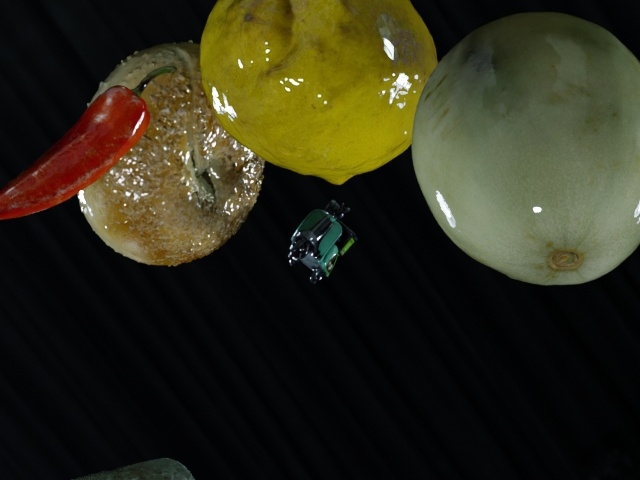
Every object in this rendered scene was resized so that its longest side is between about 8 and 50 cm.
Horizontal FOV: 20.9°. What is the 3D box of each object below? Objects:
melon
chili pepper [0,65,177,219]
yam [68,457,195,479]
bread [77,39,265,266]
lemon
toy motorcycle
[{"bbox_3d":[0.221,-0.094,1.726,0.271,0.272,0.308,-36,-141,-7],"label":"melon"},{"bbox_3d":[-0.255,-0.101,1.885,0.272,0.071,0.063,-44,160,-19],"label":"chili pepper"},{"bbox_3d":[-0.236,0.276,1.674,0.259,0.093,0.093,-10,177,-40],"label":"yam"},{"bbox_3d":[-0.185,-0.107,2.279,0.305,0.306,0.158,-41,-136,-24],"label":"bread"},{"bbox_3d":[0.001,-0.205,2.068,0.285,0.285,0.316,-36,169,-5],"label":"lemon"},{"bbox_3d":[0.000,0.000,2.322,0.100,0.058,0.173,-50,166,-6],"label":"toy motorcycle"}]
